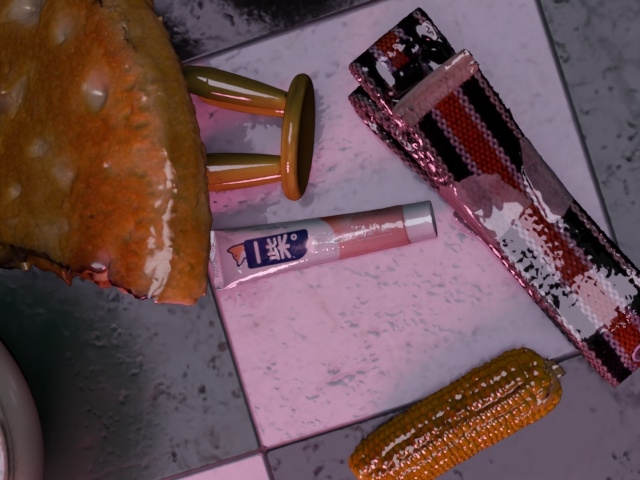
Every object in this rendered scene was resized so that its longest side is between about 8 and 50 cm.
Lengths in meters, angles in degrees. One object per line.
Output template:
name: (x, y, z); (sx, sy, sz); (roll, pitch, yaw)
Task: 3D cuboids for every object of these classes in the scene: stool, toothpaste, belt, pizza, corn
stool: (-0.065, -0.094, 1.399); (0.111, 0.134, 0.135); (3, 133, 7)
toothpaste: (0.000, 0.000, 1.429); (0.205, 0.036, 0.056); (-10, 86, 8)
belt: (0.165, -0.034, 1.379); (0.094, 0.126, 0.359); (-40, 91, -7)
pizza: (-0.208, -0.083, 1.361); (0.277, 0.114, 0.409); (-53, 50, 24)
corn: (0.118, 0.158, 1.396); (0.207, 0.068, 0.068); (-30, 86, 6)

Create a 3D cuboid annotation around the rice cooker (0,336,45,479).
rice cooker: (-0.388, 0.173, 1.310); (0.335, 0.325, 0.335); (0, 88, -11)
